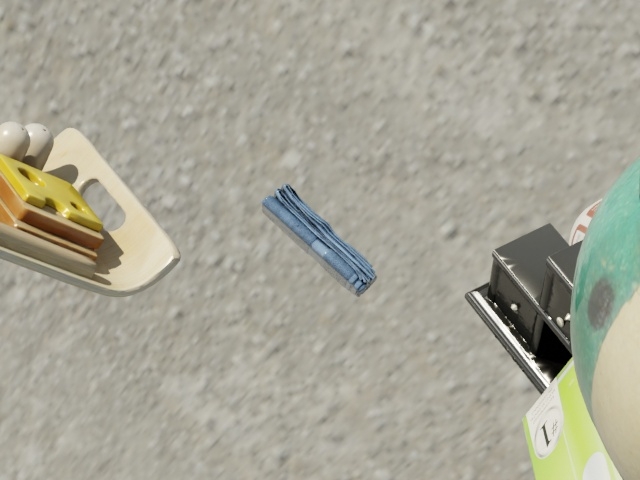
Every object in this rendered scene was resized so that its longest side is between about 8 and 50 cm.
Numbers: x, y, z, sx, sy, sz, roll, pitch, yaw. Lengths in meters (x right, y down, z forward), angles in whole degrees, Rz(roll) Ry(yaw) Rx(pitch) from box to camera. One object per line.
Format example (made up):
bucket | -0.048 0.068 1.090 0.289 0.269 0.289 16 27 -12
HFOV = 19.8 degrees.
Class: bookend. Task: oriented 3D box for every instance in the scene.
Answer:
bookend | 0.196 0.042 1.490 0.072 0.157 0.156 -25 58 -19

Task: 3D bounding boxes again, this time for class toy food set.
toy food set | -0.265 -0.079 1.423 0.306 0.092 0.220 24 16 -44

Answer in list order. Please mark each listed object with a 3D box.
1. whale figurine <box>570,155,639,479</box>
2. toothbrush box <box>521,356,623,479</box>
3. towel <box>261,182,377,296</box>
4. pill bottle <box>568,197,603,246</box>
whale figurine | 0.187 -0.021 0.596 0.216 0.272 0.141 8 36 -25
toothbrush box | 0.226 0.135 0.950 0.122 0.206 0.283 23 32 -20
towel | 0.000 0.000 1.609 0.119 0.067 0.029 42 82 3
pill bottle | 0.299 0.017 1.701 0.121 0.216 0.121 -1 98 -5
